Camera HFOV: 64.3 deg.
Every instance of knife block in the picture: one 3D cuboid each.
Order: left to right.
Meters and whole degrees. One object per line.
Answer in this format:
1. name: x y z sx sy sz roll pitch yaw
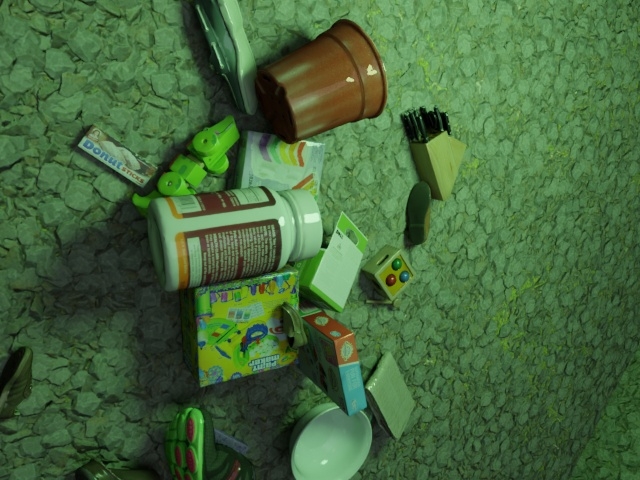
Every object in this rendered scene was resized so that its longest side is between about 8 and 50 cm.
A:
1. knife block: 0.350 -0.292 1.666 0.242 0.088 0.276 16 94 -31

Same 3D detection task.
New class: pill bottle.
1. pill bottle: -0.209 -0.016 1.265 0.391 0.224 0.224 -9 106 -26

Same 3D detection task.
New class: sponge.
1. sponge: -0.329 0.629 1.537 0.210 0.031 0.117 42 81 -30

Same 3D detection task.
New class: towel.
1. towel: 0.245 0.552 1.797 0.187 0.049 0.282 -49 123 -43

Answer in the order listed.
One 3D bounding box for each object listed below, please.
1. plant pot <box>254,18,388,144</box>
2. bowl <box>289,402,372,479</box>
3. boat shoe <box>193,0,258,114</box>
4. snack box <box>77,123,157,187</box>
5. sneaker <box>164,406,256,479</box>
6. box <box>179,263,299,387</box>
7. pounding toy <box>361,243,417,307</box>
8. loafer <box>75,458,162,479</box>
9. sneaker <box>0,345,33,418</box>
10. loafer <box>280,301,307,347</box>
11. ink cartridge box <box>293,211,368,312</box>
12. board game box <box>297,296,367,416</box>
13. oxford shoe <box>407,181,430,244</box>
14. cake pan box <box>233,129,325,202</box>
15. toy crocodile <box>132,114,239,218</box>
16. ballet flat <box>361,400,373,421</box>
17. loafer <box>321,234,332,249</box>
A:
1. plant pot: -0.011 -0.397 1.332 0.265 0.272 0.273 -29 115 -19
2. bowl: 0.012 0.650 1.674 0.297 0.134 0.298 -8 106 -27
3. boat shoe: -0.238 -0.477 1.304 0.098 0.116 0.320 -4 118 16
4. snack box: -0.495 -0.204 1.247 0.178 0.022 0.064 36 85 -31
5. sneaker: -0.301 0.663 1.466 0.202 0.185 0.483 -30 119 -40
6. box: -0.224 0.213 1.410 0.289 0.177 0.280 -6 105 -29
7. pounding toy: 0.233 0.154 1.702 0.181 0.094 0.206 -43 118 -14
8. loafer: -0.517 0.685 1.406 0.366 0.133 0.130 58 46 -36
9. sneaker: -0.731 0.343 1.233 0.071 0.066 0.189 26 94 -48
10. loafer: -0.077 0.231 1.364 0.050 0.056 0.148 -32 117 -27
11. ink cartridge box: 0.029 0.063 1.543 0.189 0.097 0.255 44 62 -46
12. board game box: 0.007 0.328 1.487 0.064 0.316 0.243 -20 111 -24
13. oxford shoe: 0.341 -0.094 1.732 0.076 0.076 0.213 -10 107 -59
14. cake pan box: -0.121 -0.164 1.443 0.245 0.070 0.267 6 100 -28
15. toy crocodile: -0.333 -0.186 1.303 0.341 0.105 0.115 -52 162 -10
16. ballet flat: 0.136 0.636 1.780 0.068 0.072 0.213 14 94 -20
17. loafer: 0.000 0.000 1.572 0.125 0.039 0.045 14 135 -30
